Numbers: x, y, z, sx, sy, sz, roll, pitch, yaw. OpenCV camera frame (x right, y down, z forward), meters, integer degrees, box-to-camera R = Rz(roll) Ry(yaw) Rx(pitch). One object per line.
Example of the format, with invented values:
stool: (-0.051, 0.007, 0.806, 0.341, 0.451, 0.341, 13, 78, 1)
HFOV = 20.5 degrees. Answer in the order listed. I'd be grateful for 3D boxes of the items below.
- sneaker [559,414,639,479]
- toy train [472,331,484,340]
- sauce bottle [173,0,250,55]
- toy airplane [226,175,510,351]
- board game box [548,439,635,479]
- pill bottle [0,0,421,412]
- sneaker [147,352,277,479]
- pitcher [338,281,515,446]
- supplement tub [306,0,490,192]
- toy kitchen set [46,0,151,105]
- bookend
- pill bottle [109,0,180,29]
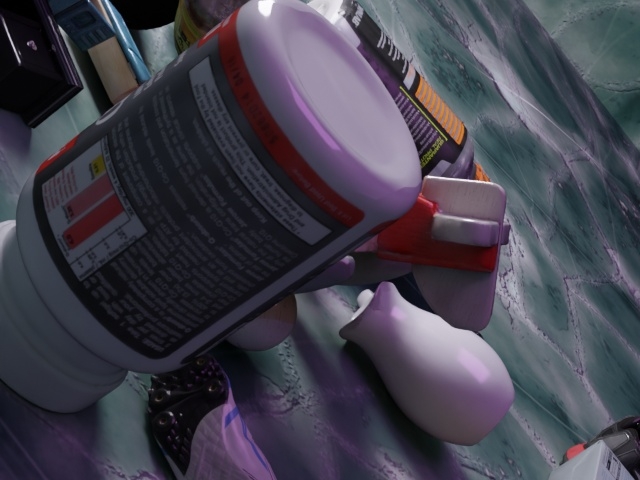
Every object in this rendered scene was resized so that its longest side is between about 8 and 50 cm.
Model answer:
sneaker: (0.436, 0.301, 2.430, 0.276, 0.135, 0.097, 15, 42, -60)
toy train: (0.193, 0.098, 2.371, 0.036, 0.027, 0.158, 34, 29, -48)
sauce bottle: (-0.105, -0.236, 1.955, 0.111, 0.111, 0.344, 55, -10, 2)
toy airplane: (0.000, 0.000, 1.788, 0.386, 0.272, 0.384, 24, 7, -34)
board game box: (0.400, 0.429, 2.220, 0.303, 0.097, 0.224, 51, 23, -5)
pill bottle: (-0.115, -0.020, 1.451, 0.210, 0.363, 0.210, 44, 24, -26)
sneaker: (-0.089, 0.200, 1.588, 0.086, 0.085, 0.237, 70, -6, -60)
pitcher: (0.122, 0.136, 2.067, 0.207, 0.125, 0.178, 41, 7, -3)
supplement tub: (0.058, -0.138, 2.214, 0.316, 0.193, 0.193, 48, 23, -18)
toy kitchen set: (-0.186, -0.247, 1.836, 0.122, 0.166, 0.207, 64, 5, 21)
bookend: (-0.324, -0.204, 1.687, 0.157, 0.072, 0.156, 18, 42, -56)
pill bottle: (-0.218, -0.359, 2.065, 0.123, 0.123, 0.219, 33, 30, -43)
